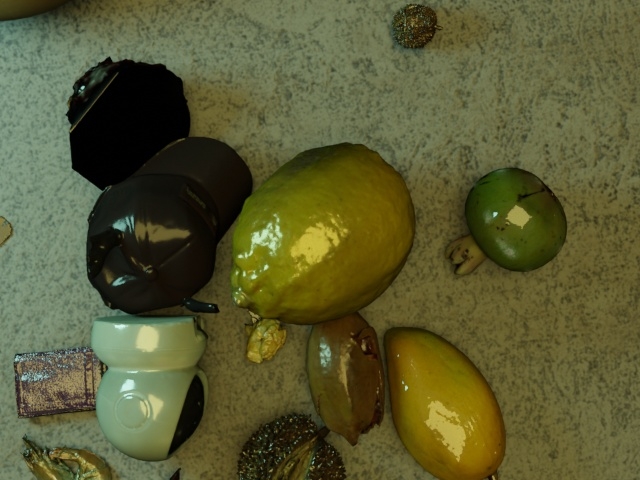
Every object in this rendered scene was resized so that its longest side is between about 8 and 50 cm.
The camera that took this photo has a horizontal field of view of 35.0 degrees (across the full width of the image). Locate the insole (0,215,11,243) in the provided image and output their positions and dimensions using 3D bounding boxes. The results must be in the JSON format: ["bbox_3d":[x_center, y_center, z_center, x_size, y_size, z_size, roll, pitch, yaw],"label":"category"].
[{"bbox_3d":[-0.604,0.027,1.721,0.188,0.004,0.064,-40,92,-4],"label":"insole"}]

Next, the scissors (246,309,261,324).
[{"bbox_3d":[-0.119,0.091,1.748,0.039,0.012,0.113,-13,89,-4],"label":"scissors"}]

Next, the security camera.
[{"bbox_3d":[-0.277,0.239,1.647,0.195,0.194,0.236,0,88,-4],"label":"security camera"}]

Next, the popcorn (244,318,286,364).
[{"bbox_3d":[-0.088,0.172,1.725,0.084,0.084,0.084,0,88,-4],"label":"popcorn"}]

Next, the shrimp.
[{"bbox_3d":[-0.429,0.384,1.706,0.180,0.041,0.099,39,85,-1],"label":"shrimp"}]

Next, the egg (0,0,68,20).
[{"bbox_3d":[-0.512,-0.497,1.593,0.374,0.301,0.300,-13,89,-4],"label":"egg"}]

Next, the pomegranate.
[{"bbox_3d":[0.319,-0.013,1.712,0.179,0.179,0.210,21,107,-3],"label":"pomegranate"}]

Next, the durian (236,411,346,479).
[{"bbox_3d":[-0.037,0.374,1.679,0.196,0.167,0.196,8,69,-22],"label":"durian"}]

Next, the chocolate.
[{"bbox_3d":[-0.346,-0.213,1.696,0.224,0.206,0.177,-51,49,-4],"label":"chocolate"}]

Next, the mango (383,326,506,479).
[{"bbox_3d":[0.206,0.283,1.721,0.177,0.119,0.316,-27,82,-2],"label":"mango"}]

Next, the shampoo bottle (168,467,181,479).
[{"bbox_3d":[-0.160,0.473,1.708,0.236,0.067,0.068,35,95,-2],"label":"shampoo bottle"}]

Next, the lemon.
[{"bbox_3d":[0.006,-0.003,1.629,0.286,0.285,0.316,24,83,-3],"label":"lemon"}]

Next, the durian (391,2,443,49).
[{"bbox_3d":[0.166,-0.367,1.748,0.091,0.080,0.080,14,87,17],"label":"durian"}]

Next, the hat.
[{"bbox_3d":[-0.231,-0.004,1.624,0.336,0.209,0.238,-45,117,-1],"label":"hat"}]

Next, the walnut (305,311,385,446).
[{"bbox_3d":[0.040,0.221,1.702,0.137,0.137,0.245,-2,85,-4],"label":"walnut"}]

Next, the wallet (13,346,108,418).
[{"bbox_3d":[-0.432,0.238,1.714,0.166,0.030,0.111,-6,90,-4],"label":"wallet"}]
